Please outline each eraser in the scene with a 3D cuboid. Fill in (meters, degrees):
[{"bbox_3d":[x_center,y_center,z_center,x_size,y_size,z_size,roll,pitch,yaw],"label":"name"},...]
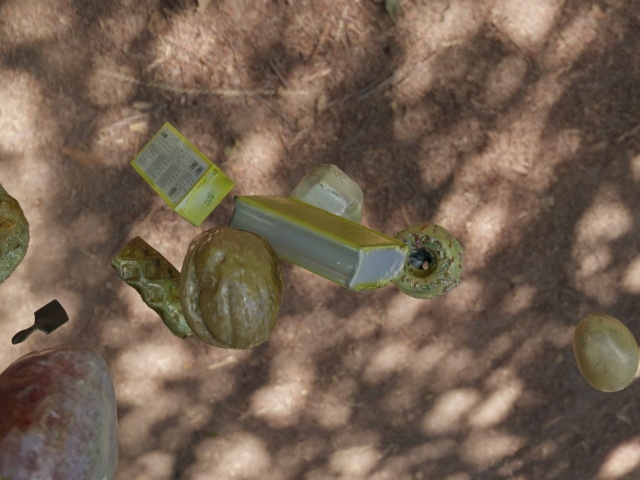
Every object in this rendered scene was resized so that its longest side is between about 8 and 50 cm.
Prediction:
[{"bbox_3d":[0.000,0.000,1.243,0.158,0.226,0.069,1,110,-60],"label":"eraser"}]

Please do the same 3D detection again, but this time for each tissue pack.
[{"bbox_3d":[-0.222,-0.107,1.390,0.095,0.176,0.062,-49,135,0],"label":"tissue pack"}]

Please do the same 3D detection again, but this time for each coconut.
[{"bbox_3d":[0.025,-0.087,2.056,0.183,0.171,0.171,40,114,-3],"label":"coconut"}]

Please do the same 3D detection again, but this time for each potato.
[{"bbox_3d":[0.502,0.197,1.543,0.112,0.112,0.147,-13,91,-12],"label":"potato"}]

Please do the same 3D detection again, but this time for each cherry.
[{"bbox_3d":[-0.513,0.371,1.642,0.291,0.334,0.326,12,156,8],"label":"cherry"}]

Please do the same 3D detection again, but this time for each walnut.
[{"bbox_3d":[-0.114,0.062,1.132,0.149,0.166,0.166,-12,136,-30],"label":"walnut"}]

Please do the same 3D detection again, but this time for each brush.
[{"bbox_3d":[-0.647,0.193,1.990,0.016,0.193,0.063,-30,96,24],"label":"brush"}]

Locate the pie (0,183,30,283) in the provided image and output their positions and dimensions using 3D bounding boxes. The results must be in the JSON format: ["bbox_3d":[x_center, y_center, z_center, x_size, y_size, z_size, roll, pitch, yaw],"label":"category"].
[{"bbox_3d":[-0.554,-0.013,1.239,0.274,0.274,0.055,-8,143,-17],"label":"pie"}]

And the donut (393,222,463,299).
[{"bbox_3d":[0.222,0.046,1.868,0.174,0.174,0.068,-42,170,17],"label":"donut"}]

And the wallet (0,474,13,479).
[{"bbox_3d":[-0.354,0.303,0.773,0.309,0.077,0.223,35,81,-34],"label":"wallet"}]

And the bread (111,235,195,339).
[{"bbox_3d":[-0.314,0.094,1.748,0.088,0.128,0.232,-38,98,13],"label":"bread"}]
